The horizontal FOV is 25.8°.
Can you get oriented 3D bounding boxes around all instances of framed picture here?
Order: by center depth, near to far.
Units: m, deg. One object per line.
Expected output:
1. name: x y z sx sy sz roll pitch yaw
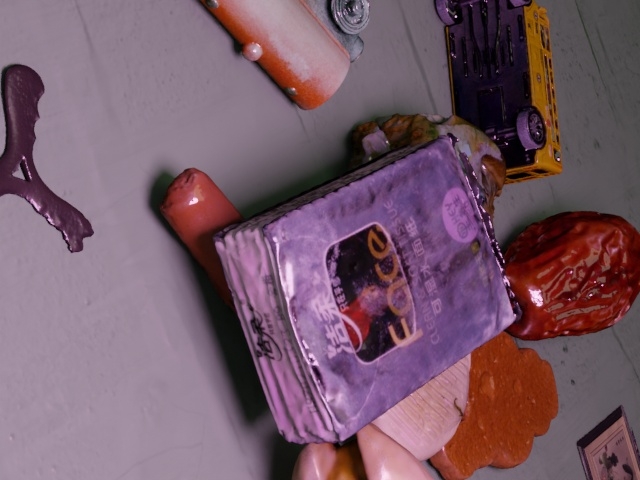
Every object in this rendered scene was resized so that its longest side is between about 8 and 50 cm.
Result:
1. framed picture: 0.491 0.392 2.311 0.195 0.010 0.199 -22 96 -54

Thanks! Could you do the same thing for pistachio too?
1. pistachio: 0.070 0.348 1.605 0.214 0.193 0.318 -89 162 -72

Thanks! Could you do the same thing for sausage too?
1. sausage: -0.078 0.051 1.605 0.326 0.079 0.087 56 23 -26

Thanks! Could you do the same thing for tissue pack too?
1. tissue pack: 0.060 0.049 1.605 0.361 0.122 0.259 -26 99 -46

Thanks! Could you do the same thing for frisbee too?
1. frisbee: -0.291 -0.062 1.413 0.187 0.012 0.211 48 44 -34

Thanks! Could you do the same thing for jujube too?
1. jujube: 0.377 0.057 2.128 0.290 0.197 0.197 -23 97 -40

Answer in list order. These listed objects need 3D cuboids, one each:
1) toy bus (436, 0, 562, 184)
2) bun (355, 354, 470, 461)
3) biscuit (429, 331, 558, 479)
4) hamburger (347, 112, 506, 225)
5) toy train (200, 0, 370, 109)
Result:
1. toy bus: 0.279 -0.256 2.132 0.151 0.145 0.331 10 73 -53
2. bun: 0.090 0.161 1.758 0.210 0.116 0.237 36 55 -32
3. biscuit: 0.240 0.230 1.999 0.334 0.047 0.202 -4 82 -51
4. hamburger: 0.159 -0.069 1.884 0.288 0.192 0.168 40 59 -38
5. toy train: -0.053 -0.293 1.737 0.285 0.116 0.177 46 58 -36
